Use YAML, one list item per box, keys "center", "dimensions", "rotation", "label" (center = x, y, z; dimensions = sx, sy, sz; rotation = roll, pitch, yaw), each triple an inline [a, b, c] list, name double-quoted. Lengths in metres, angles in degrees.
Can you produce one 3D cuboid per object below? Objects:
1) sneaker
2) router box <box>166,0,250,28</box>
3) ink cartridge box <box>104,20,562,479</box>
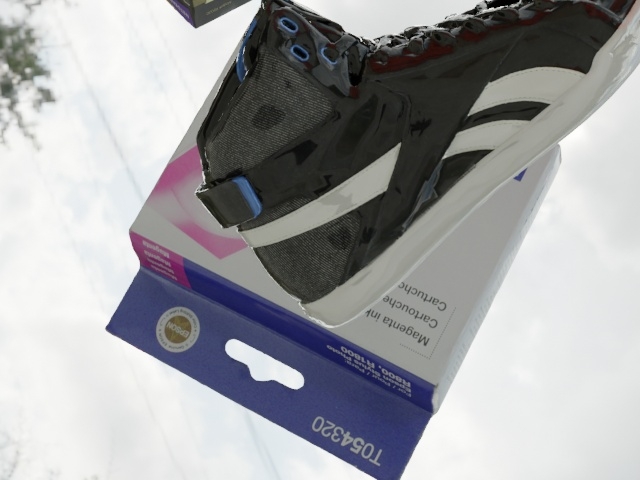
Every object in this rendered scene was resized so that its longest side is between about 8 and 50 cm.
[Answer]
- center: [0.039, -0.076, 0.445]
  dimensions: [0.121, 0.217, 0.079]
  rotation: [45, 0, -17]
  label: "sneaker"
- center: [-0.053, -0.420, 1.270]
  dimensions: [0.081, 0.309, 0.243]
  rotation: [46, -24, 27]
  label: "router box"
- center: [0.000, 0.000, 0.980]
  dimensions: [0.324, 0.071, 0.330]
  rotation: [25, -100, 19]
  label: "ink cartridge box"
